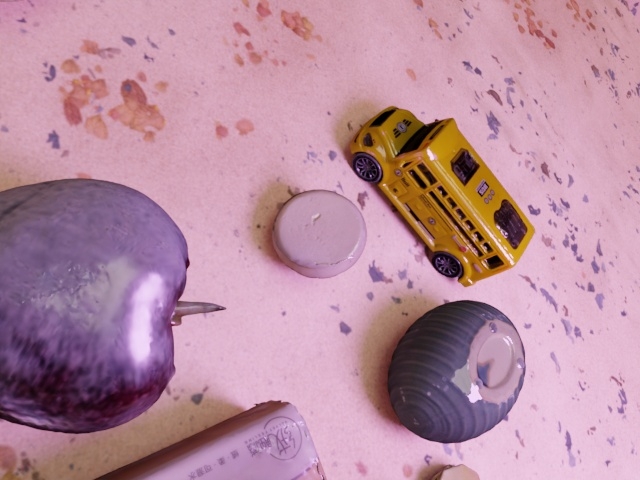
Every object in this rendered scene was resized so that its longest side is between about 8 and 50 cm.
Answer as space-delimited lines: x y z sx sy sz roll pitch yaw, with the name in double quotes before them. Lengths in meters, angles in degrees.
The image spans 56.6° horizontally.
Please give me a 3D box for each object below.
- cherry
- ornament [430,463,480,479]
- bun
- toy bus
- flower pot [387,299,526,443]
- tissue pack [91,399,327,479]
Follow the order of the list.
"cherry" -0.246 0.061 0.601 0.296 0.218 0.255 11 73 -25
"ornament" 0.169 0.430 0.848 0.201 0.059 0.180 -7 79 -38
"bun" 0.000 0.000 0.874 0.138 0.094 0.138 -2 61 4
"toy bus" 0.209 -0.091 1.012 0.331 0.151 0.145 49 55 -10
"flower pot" 0.209 0.195 0.901 0.243 0.157 0.189 -39 95 -39
"tissue pack" -0.114 0.312 0.592 0.305 0.238 0.239 -15 81 -37
